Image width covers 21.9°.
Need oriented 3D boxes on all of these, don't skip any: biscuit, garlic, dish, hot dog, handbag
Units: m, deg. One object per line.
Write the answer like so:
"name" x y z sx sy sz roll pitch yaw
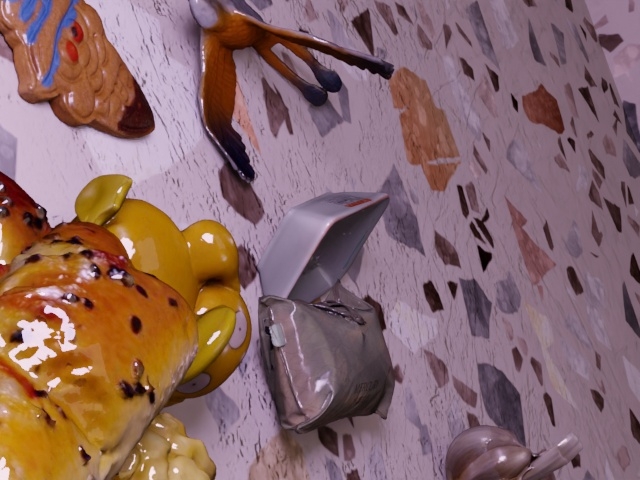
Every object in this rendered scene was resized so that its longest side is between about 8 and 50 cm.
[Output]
"biscuit" -0.264 -0.194 1.755 0.280 0.043 0.183 41 41 -38
"garlic" 0.252 0.295 2.202 0.131 0.194 0.127 38 30 -37
"dish" 0.000 0.000 2.020 0.064 0.154 0.234 36 23 14
"hot dog" -0.280 0.065 1.251 0.367 0.196 0.365 33 25 6
"handbag" 0.005 0.132 1.928 0.270 0.117 0.183 1 69 -66

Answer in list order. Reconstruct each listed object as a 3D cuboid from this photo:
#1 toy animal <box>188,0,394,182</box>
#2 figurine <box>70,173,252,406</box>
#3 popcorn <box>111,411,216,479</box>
"toy animal" -0.077 -0.263 2.056 0.302 0.225 0.284 49 12 -14
"figurine" -0.169 0.056 1.601 0.228 0.215 0.215 40 31 -5
"popcorn" -0.182 0.256 1.394 0.250 0.190 0.250 19 90 -80
